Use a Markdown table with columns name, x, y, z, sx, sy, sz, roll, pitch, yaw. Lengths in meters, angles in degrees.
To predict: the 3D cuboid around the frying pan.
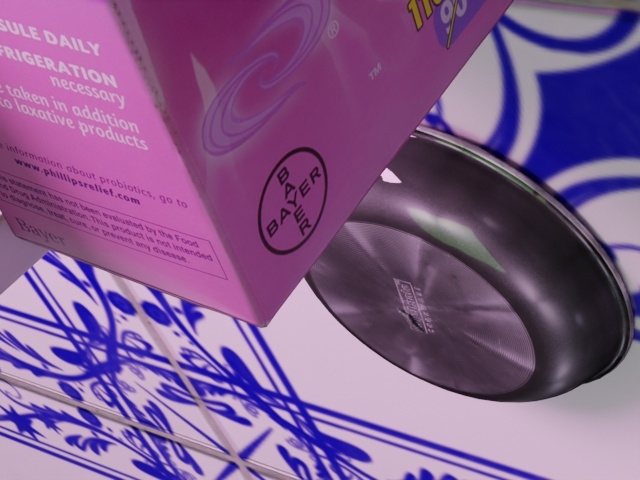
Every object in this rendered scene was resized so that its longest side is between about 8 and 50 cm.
| name | x | y | z | sx | sy | sz | roll | pitch | yaw |
| --- | --- | --- | --- | --- | --- | --- | --- | --- | --- |
| frying pan | 0.005 | -0.014 | 0.872 | 0.326 | 0.053 | 0.197 | 28 | 151 | 10 |

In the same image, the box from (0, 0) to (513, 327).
| name | x | y | z | sx | sy | sz | roll | pitch | yaw |
| --- | --- | --- | --- | --- | --- | --- | --- | --- | --- |
| box | -0.036 | -0.138 | 0.533 | 0.117 | 0.213 | 0.243 | 18 | 147 | 34 |

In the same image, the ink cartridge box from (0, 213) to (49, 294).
| name | x | y | z | sx | sy | sz | roll | pitch | yaw |
| --- | --- | --- | --- | --- | --- | --- | --- | --- | --- |
| ink cartridge box | -0.165 | -0.155 | 0.567 | 0.119 | 0.207 | 0.353 | 11 | 127 | 28 |
